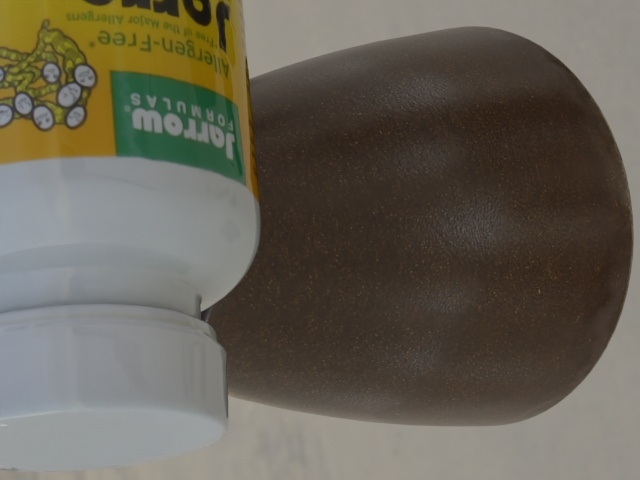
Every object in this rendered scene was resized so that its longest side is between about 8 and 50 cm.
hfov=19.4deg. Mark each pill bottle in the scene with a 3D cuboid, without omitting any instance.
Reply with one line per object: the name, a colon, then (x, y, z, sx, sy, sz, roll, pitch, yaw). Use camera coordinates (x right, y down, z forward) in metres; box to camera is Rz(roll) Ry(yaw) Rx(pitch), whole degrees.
pill bottle: (-0.079, -0.039, 0.578, 0.117, 0.118, 0.208, 106, 161, -71)

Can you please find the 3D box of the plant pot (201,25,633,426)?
plant pot: (0.000, 0.000, 0.924, 0.215, 0.230, 0.215, 5, 97, 45)
